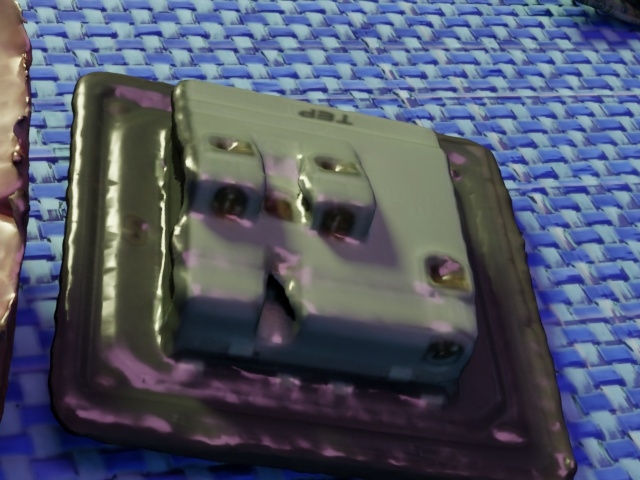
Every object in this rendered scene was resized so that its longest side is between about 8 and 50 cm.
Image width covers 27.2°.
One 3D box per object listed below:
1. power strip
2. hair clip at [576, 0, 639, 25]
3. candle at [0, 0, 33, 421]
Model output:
[{"bbox_3d":[0.000,-0.002,0.667,0.257,0.092,0.251,9,36,-15],"label":"power strip"},{"bbox_3d":[0.251,-0.189,1.015,0.229,0.036,0.066,14,43,-15],"label":"hair clip"},{"bbox_3d":[-0.234,0.010,0.549,0.287,0.131,0.317,39,53,15],"label":"candle"}]
